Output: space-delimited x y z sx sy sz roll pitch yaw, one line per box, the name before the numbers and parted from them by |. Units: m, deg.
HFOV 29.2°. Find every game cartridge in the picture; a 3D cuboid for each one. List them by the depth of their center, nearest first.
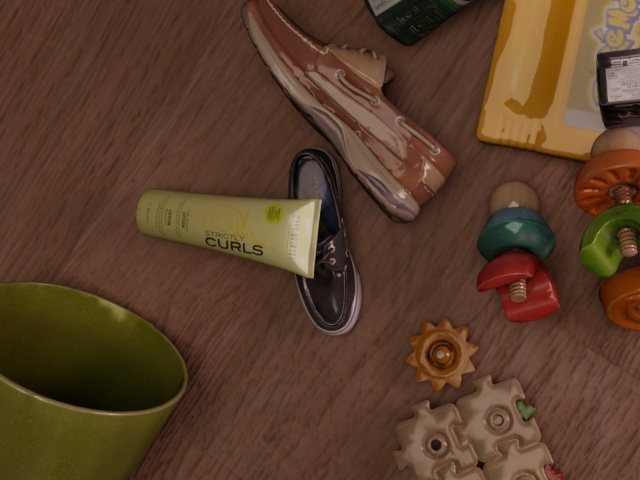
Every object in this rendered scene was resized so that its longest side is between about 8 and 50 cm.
game cartridge | 0.362 -0.220 1.394 0.323 0.052 0.285 12 91 12

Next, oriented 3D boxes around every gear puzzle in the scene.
gear puzzle | 0.182 0.253 1.431 0.175 0.044 0.339 -25 80 13

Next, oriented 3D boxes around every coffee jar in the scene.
coffee jar | 0.145 -0.305 1.405 0.184 0.096 0.079 -30 60 25

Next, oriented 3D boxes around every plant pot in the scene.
plant pot | -0.337 0.243 1.459 0.275 0.275 0.293 29 110 13

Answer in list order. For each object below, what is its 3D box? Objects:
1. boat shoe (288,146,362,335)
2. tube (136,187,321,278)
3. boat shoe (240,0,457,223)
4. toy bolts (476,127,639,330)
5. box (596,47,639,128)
boat shoe | 0.000 0.000 1.461 0.080 0.076 0.228 -4 87 13
tube | -0.108 -0.020 1.466 0.240 0.070 0.062 10 48 27
boat shoe | 0.034 -0.171 1.446 0.116 0.123 0.324 -40 86 2
toy bolts | 0.293 -0.006 1.376 0.228 0.218 0.158 -15 51 25
box | 0.404 -0.163 1.266 0.231 0.183 0.056 -5 86 14
